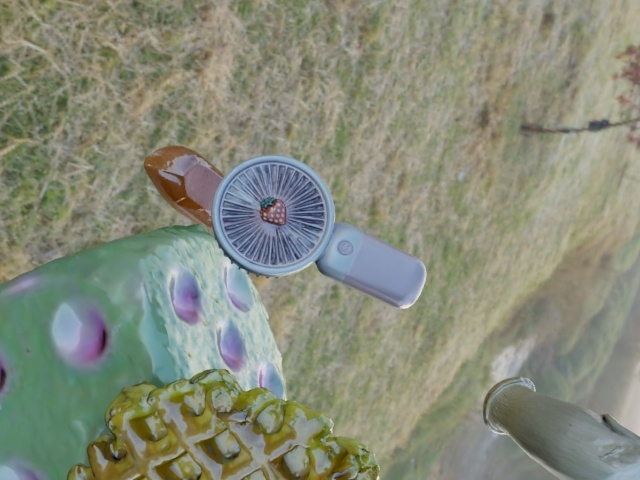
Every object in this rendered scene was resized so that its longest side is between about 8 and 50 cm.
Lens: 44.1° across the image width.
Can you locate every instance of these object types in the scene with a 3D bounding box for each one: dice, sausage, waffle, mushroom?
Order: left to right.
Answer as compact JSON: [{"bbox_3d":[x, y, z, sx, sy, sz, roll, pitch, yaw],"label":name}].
[{"bbox_3d":[-0.247,0.174,0.995,0.330,0.322,0.318,69,18,5],"label":"dice"},{"bbox_3d":[-0.177,-0.073,1.141,0.179,0.089,0.089,41,70,-48],"label":"sausage"},{"bbox_3d":[-0.100,0.269,0.758,0.068,0.325,0.302,-47,149,-74],"label":"waffle"},{"bbox_3d":[0.300,0.240,0.939,0.108,0.247,0.096,-9,112,-38],"label":"mushroom"}]

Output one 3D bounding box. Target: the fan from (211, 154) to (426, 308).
[{"bbox_3d":[0.000,0.000,0.849,0.074,0.244,0.130,128,-14,-75],"label":"fan"}]
